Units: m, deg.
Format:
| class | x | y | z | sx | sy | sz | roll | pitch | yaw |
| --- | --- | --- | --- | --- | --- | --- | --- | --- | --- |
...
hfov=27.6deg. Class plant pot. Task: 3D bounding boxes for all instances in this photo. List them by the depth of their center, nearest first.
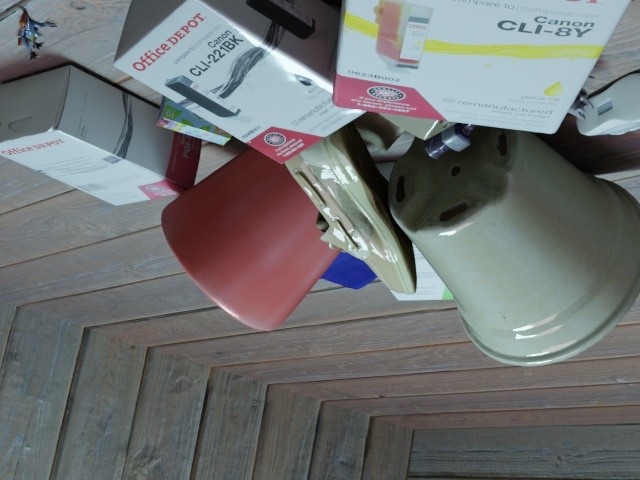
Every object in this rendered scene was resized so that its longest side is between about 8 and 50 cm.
| class | x | y | z | sx | sy | sz | roll | pitch | yaw |
| --- | --- | --- | --- | --- | --- | --- | --- | --- | --- |
| plant pot | 0.138 | -0.193 | 1.644 | 0.096 | 0.109 | 0.109 | 49 | 141 | 14 |
| plant pot | 0.271 | -0.030 | 1.921 | 0.333 | 0.334 | 0.305 | -5 | 147 | 40 |
| plant pot | -0.073 | -0.032 | 2.055 | 0.243 | 0.275 | 0.275 | -42 | 141 | 16 |

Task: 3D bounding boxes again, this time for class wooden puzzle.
| class | x | y | z | sx | sy | sz | roll | pitch | yaw |
| --- | --- | --- | --- | --- | --- | --- | --- | --- | --- |
| wooden puzzle | 0.003 | -0.197 | 1.904 | 0.238 | 0.044 | 0.221 | 16 | 170 | -5 |

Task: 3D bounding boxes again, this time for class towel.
| class | x | y | z | sx | sy | sz | roll | pitch | yaw |
| --- | --- | --- | --- | --- | --- | --- | --- | --- | --- |
| towel | 0.000 | 0.000 | 2.524 | 0.308 | 0.076 | 0.227 | 19 | 154 | -26 |

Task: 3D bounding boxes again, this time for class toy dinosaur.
| class | x | y | z | sx | sy | sz | roll | pitch | yaw |
| --- | --- | --- | --- | --- | --- | --- | --- | --- | --- |
| toy dinosaur | -0.420 | -0.294 | 1.852 | 0.090 | 0.047 | 0.082 | 13 | 147 | 25 |

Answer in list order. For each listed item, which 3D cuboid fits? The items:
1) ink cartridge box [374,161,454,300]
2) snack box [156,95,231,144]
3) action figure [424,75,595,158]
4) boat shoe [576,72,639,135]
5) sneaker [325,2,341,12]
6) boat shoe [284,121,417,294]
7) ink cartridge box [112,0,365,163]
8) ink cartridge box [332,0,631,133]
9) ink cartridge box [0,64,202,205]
| class | x | y | z | sx | sy | sz | roll | pitch | yaw |
| --- | --- | --- | --- | --- | --- | --- | --- | --- | --- |
| ink cartridge box | 0.168 | -0.014 | 2.208 | 0.198 | 0.115 | 0.273 | -2 | 146 | 32 |
| snack box | -0.162 | -0.213 | 1.792 | 0.100 | 0.141 | 0.037 | 16 | 161 | -18 |
| action figure | 0.235 | -0.197 | 1.720 | 0.285 | 0.099 | 0.185 | -12 | 146 | 42 |
| boat shoe | 0.417 | -0.175 | 1.740 | 0.063 | 0.066 | 0.184 | 1 | 165 | -23 |
| sneaker | 0.033 | -0.279 | 1.653 | 0.083 | 0.037 | 0.032 | 2 | 160 | 19 |
| boat shoe | 0.048 | -0.043 | 1.905 | 0.110 | 0.122 | 0.341 | -18 | 128 | 16 |
| ink cartridge box | -0.090 | -0.234 | 1.621 | 0.272 | 0.114 | 0.197 | 30 | 145 | -26 |
| ink cartridge box | 0.163 | -0.270 | 1.391 | 0.279 | 0.161 | 0.385 | 8 | 162 | 0 |
| ink cartridge box | -0.364 | -0.164 | 2.101 | 0.207 | 0.117 | 0.283 | -6 | 157 | 42 |
